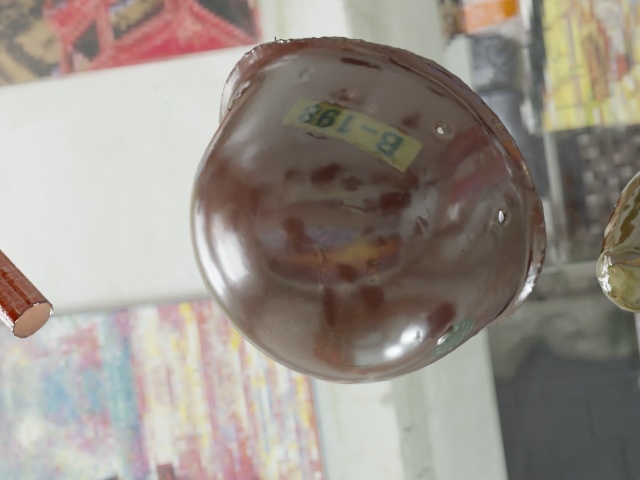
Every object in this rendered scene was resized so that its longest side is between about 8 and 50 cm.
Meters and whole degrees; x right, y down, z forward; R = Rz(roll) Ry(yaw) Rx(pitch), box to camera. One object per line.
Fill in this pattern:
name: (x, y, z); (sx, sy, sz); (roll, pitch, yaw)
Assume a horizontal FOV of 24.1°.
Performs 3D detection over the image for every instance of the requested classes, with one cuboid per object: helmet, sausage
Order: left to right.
sausage: (-0.238, 0.014, 1.047); (0.034, 0.129, 0.034); (-37, 155, -21)
helmet: (0.000, 0.000, 1.435); (0.385, 0.337, 0.230); (27, -133, 18)

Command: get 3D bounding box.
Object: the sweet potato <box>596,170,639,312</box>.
sweet potato: (0.163, -0.027, 0.446); (0.243, 0.077, 0.077); (-30, -168, -28)
